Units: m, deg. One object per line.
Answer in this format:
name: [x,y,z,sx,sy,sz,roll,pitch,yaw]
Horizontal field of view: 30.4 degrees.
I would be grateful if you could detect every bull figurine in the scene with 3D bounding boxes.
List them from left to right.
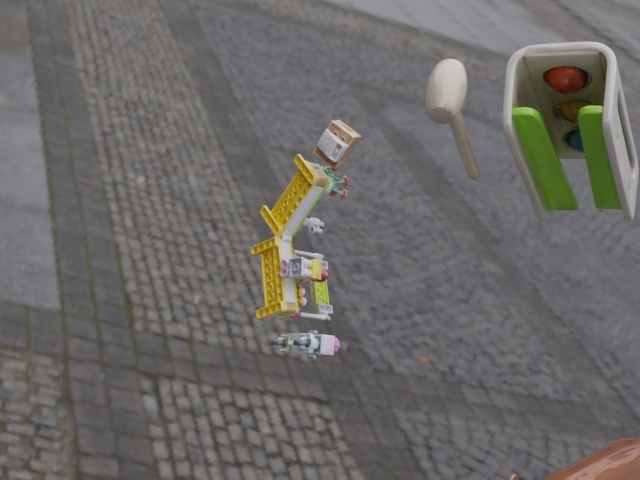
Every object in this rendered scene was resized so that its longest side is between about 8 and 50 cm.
bull figurine: [0.306,0.273,1.274,0.188,0.310,0.101,24,47,-72]

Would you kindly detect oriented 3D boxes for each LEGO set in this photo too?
LEGO set: [0.000,0.000,1.434,0.107,0.287,0.132,12,-3,-42]

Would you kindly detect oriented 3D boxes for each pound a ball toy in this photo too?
pound a ball toy: [0.269,-0.144,1.442,0.208,0.136,0.319,1,-23,22]
